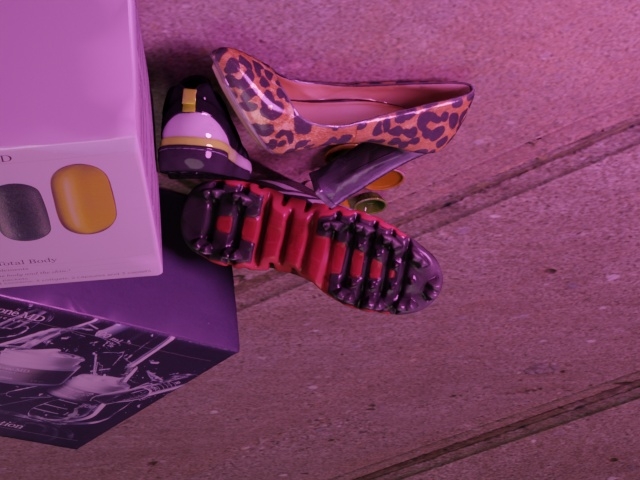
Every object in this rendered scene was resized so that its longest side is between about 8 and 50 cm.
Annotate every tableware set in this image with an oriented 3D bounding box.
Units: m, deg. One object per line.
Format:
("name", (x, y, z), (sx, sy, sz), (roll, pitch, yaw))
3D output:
("tableware set", (0.043, -0.064, 2.052), (0.104, 0.024, 0.154), (2, 152, -17))

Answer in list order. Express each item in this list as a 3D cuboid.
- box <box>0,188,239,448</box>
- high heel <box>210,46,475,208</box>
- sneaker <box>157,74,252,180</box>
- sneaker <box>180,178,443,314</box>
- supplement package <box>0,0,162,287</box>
("box", (-0.316, 0.066, 2.060), (0.343, 0.179, 0.312), (15, 145, -37))
("high heel", (0.023, -0.147, 1.844), (0.186, 0.093, 0.261), (-33, 140, 13))
("sneaker", (-0.107, -0.108, 1.866), (0.084, 0.097, 0.235), (1, 179, -1))
("sneaker", (0.000, -0.001, 2.009), (0.276, 0.097, 0.135), (17, -168, 11))
("supplement package", (-0.250, -0.103, 1.709), (0.199, 0.198, 0.262), (-5, 154, -2))
